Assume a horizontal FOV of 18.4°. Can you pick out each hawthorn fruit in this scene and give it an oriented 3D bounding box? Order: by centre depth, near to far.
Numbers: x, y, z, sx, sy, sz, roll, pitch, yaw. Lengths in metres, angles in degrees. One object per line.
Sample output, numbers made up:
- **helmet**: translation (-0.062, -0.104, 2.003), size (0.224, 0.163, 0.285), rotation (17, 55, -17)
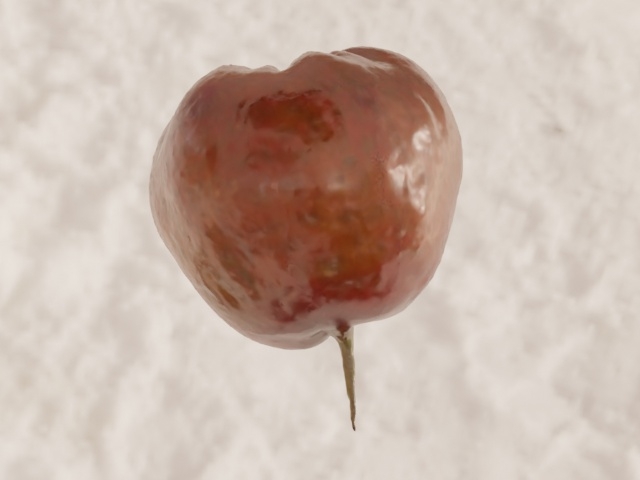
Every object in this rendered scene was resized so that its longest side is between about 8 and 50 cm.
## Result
- **hawthorn fruit**: translation (-0.001, -0.015, 0.777), size (0.140, 0.125, 0.125), rotation (52, 43, -18)
